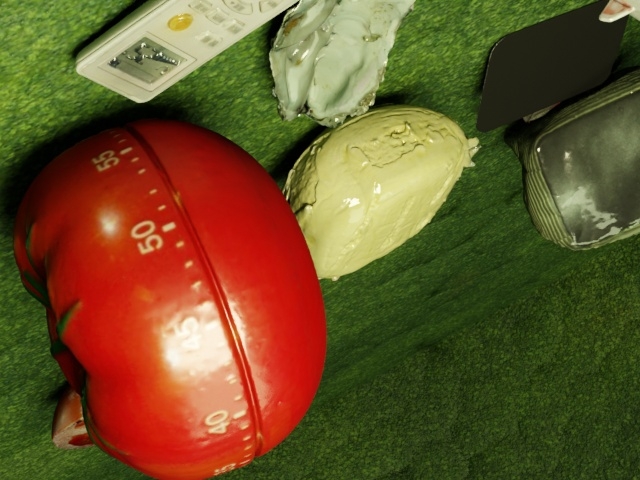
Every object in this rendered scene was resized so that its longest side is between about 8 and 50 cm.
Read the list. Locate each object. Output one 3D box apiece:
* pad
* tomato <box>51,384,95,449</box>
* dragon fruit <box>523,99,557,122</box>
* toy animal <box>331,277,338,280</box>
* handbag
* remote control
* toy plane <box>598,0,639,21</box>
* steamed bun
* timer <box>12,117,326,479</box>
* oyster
[{"bbox_3d":[0.342,-0.259,1.648,0.267,0.004,0.181,-23,143,-24],"label":"pad"},{"bbox_3d":[-0.370,0.271,1.913,0.199,0.112,0.228,-11,157,-30],"label":"tomato"},{"bbox_3d":[0.336,-0.224,1.755,0.060,0.056,0.083,-27,168,-2],"label":"dragon fruit"},{"bbox_3d":[0.000,0.000,1.764,0.091,0.114,0.082,10,162,-16],"label":"toy animal"},{"bbox_3d":[0.466,-0.144,1.849,0.340,0.247,0.240,-28,-163,-5],"label":"handbag"},{"bbox_3d":[-0.081,-0.236,1.026,0.313,0.055,0.109,-31,158,18],"label":"remote control"},{"bbox_3d":[0.471,-0.316,1.422,0.252,0.252,0.118,-31,144,2],"label":"toy plane"},{"bbox_3d":[0.060,-0.086,1.510,0.273,0.166,0.232,-30,159,-23],"label":"steamed bun"},{"bbox_3d":[-0.152,0.060,1.187,0.279,0.378,0.378,-20,162,-17],"label":"timer"},{"bbox_3d":[0.020,-0.205,1.214,0.199,0.087,0.252,-23,157,9],"label":"oyster"}]
